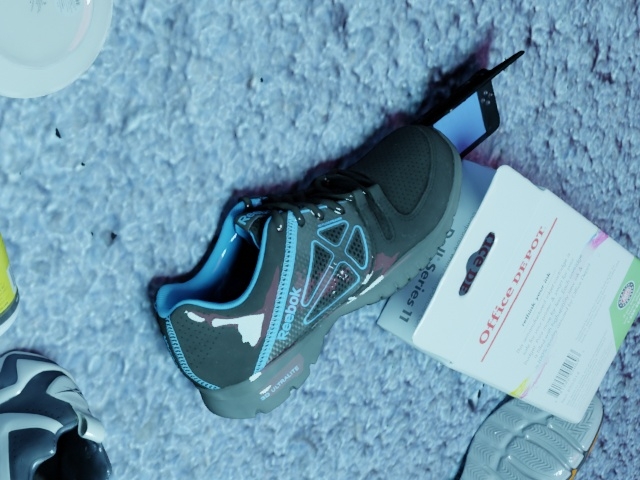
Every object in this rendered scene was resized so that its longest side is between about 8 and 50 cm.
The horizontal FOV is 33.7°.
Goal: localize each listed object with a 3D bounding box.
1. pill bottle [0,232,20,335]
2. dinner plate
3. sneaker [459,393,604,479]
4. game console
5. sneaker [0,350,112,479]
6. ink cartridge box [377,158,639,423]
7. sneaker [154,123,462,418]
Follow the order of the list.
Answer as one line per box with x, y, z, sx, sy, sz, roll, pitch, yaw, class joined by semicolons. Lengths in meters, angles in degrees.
-0.271;-0.018;0.698;0.103;0.103;0.184;-28;123;-32;pill bottle
-0.208;-0.171;0.759;0.141;0.017;0.141;-19;118;-38;dinner plate
0.245;0.326;1.308;0.321;0.124;0.180;-47;137;-4;sneaker
0.155;-0.124;1.070;0.122;0.071;0.107;-38;128;-25;game console
-0.232;0.213;0.787;0.094;0.153;0.235;39;78;-42;sneaker
0.202;0.051;1.143;0.353;0.119;0.207;29;89;-45;ink cartridge box
0.000;0.000;0.941;0.341;0.125;0.140;-48;127;-21;sneaker
